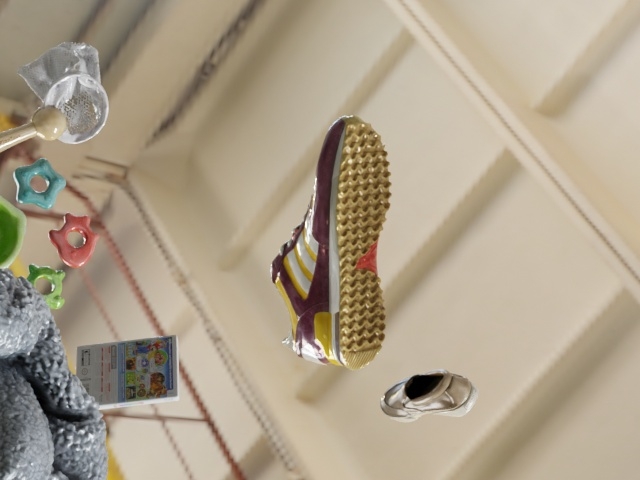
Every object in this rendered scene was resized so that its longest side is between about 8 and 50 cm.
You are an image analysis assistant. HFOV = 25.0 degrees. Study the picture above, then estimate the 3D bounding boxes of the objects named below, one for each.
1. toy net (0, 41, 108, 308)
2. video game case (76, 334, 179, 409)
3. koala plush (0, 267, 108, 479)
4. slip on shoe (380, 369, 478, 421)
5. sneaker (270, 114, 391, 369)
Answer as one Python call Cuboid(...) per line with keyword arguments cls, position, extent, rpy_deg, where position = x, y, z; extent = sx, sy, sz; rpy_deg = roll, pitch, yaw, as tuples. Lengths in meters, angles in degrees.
Cuboid(cls="toy net", position=(-0.216, -0.061, 1.159), extent=(0.232, 0.122, 0.045), rpy_deg=(-68, -166, -21))
Cuboid(cls="video game case", position=(-0.228, 0.157, 1.708), extent=(0.122, 0.011, 0.087), rpy_deg=(-7, -127, 2))
Cuboid(cls="koala plush", position=(-0.257, 0.163, 0.948), extent=(0.196, 0.221, 0.203), rpy_deg=(-29, -82, 21))
Cuboid(cls="slip on shoe", position=(0.096, 0.147, 1.394), extent=(0.135, 0.041, 0.051), rpy_deg=(-7, -130, 59))
Cuboid(cls="sneaker", position=(0.000, 0.000, 1.052), extent=(0.084, 0.070, 0.185), rpy_deg=(8, -80, 38))
